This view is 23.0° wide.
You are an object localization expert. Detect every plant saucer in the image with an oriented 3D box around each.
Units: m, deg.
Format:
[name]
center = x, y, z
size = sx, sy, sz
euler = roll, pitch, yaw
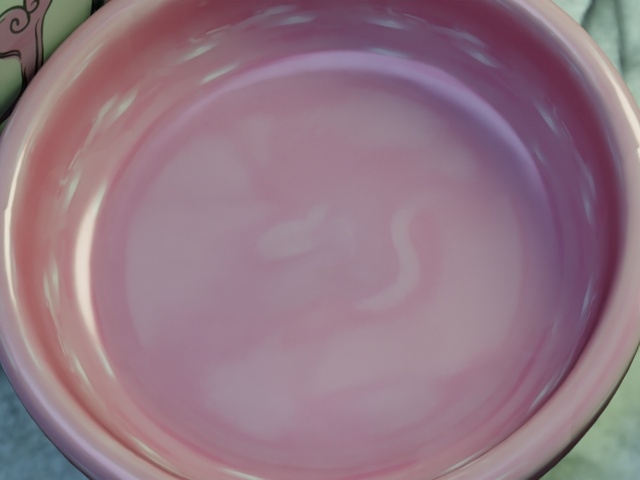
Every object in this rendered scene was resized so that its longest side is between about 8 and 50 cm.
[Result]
[plant saucer]
center = 0.000, 0.000, 0.787
size = 0.332, 0.084, 0.332
euler = -2, 64, 4

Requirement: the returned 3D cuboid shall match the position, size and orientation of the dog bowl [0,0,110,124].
[dog bowl]
center = -0.250, -0.246, 0.852
size = 0.150, 0.408, 0.408
euler = -33, 58, -22
